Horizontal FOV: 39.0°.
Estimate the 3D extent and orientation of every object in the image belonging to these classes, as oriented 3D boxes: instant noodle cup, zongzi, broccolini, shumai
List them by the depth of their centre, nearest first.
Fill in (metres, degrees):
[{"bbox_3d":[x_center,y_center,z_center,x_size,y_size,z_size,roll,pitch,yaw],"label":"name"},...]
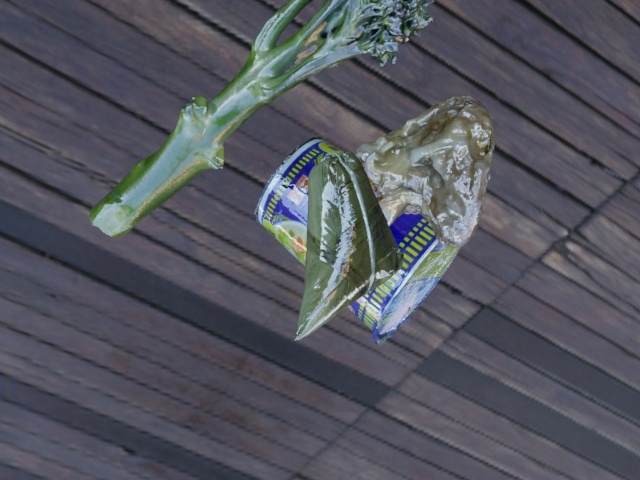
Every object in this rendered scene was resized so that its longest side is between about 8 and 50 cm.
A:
[{"bbox_3d":[-0.030,-0.064,0.447,0.058,0.067,0.216,44,110,-11],"label":"broccolini"},{"bbox_3d":[0.000,0.000,0.642,0.052,0.113,0.104,-18,101,53],"label":"zongzi"},{"bbox_3d":[0.115,-0.084,1.050,0.152,0.210,0.161,2,138,0],"label":"shumai"},{"bbox_3d":[0.064,-0.021,1.595,0.312,0.284,0.284,37,128,16],"label":"instant noodle cup"}]
